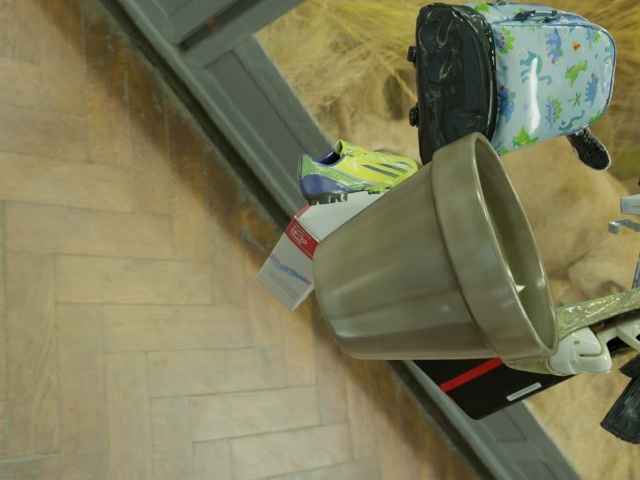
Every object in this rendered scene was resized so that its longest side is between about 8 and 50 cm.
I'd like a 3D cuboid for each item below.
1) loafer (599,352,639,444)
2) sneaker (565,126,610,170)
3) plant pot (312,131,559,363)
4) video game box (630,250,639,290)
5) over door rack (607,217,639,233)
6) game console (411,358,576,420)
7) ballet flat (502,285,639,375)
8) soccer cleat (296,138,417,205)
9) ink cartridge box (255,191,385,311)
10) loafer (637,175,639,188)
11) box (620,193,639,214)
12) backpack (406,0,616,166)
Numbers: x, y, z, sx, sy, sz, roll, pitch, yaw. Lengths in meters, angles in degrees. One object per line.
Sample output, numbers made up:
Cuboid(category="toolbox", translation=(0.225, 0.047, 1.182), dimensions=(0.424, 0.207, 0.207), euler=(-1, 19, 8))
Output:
Cuboid(category="loafer", translation=(0.527, 0.219, 1.263), dimensions=(0.223, 0.078, 0.076), euler=(-66, 162, -2))
Cuboid(category="sneaker", translation=(0.746, -0.289, 2.217), dimensions=(0.217, 0.079, 0.121), euler=(54, 16, 10))
Cuboid(category="plant pot", translation=(0.155, 0.045, 1.119), dimensions=(0.323, 0.280, 0.323), euler=(47, 32, -42))
Cuboid(category="video game box", translation=(0.682, 0.093, 1.482), dimensions=(0.048, 0.187, 0.205), euler=(-21, 133, -15))
Cuboid(category="over door rack", translation=(0.749, 0.101, 1.611), dimensions=(0.108, 0.324, 0.240), euler=(-17, 118, -35))
Cuboid(category="game console", translation=(0.459, 0.301, 2.069), dimensions=(0.342, 0.386, 0.060), euler=(44, 33, -18))
Cuboid(category="ballet flat", translation=(0.452, 0.143, 1.187), dimensions=(0.123, 0.348, 0.123), euler=(-20, 90, -82))
Cuboid(category="soccer cleat", translation=(0.081, -0.147, 1.546), dimensions=(0.289, 0.093, 0.121), euler=(-14, 96, -33))
Cuboid(category="ink cartridge box", translation=(0.000, 0.000, 1.779), dimensions=(0.131, 0.306, 0.226), euler=(44, 54, 3))
Cuboid(category="loafer", translation=(0.793, -0.151, 1.770), dimensions=(0.134, 0.130, 0.366), euler=(-55, 163, -5))
Cuboid(category="box", translation=(0.722, -0.074, 1.544), dimensions=(0.145, 0.186, 0.038), euler=(-11, 99, -27))
Cuboid(category="backpack", translation=(0.356, -0.293, 1.395), dimensions=(0.355, 0.273, 0.290), euler=(-21, 115, -47))
